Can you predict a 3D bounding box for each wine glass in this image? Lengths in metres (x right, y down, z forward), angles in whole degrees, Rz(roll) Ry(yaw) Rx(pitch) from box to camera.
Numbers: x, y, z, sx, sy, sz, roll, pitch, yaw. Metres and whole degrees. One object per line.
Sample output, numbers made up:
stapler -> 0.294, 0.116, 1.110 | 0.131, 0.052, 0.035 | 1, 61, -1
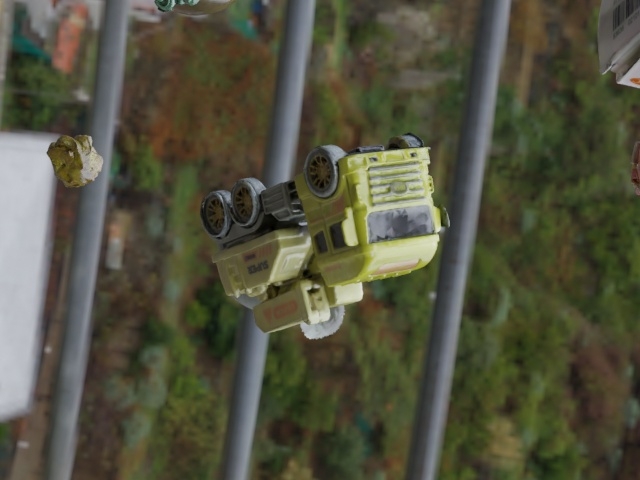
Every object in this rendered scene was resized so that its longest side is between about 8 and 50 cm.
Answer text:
wine glass -> -0.047, 0.060, 1.702 | 0.066, 0.198, 0.066 | -7, 104, -29

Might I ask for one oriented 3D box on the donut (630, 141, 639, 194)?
donut -> 0.410, -0.112, 1.612 | 0.199, 0.085, 0.233 | -52, 152, -15

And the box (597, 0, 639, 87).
box -> 0.432, -0.201, 1.304 | 0.173, 0.333, 0.145 | 125, -25, -66

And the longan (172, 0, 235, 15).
longan -> -0.155, -0.380, 1.952 | 0.187, 0.167, 0.167 | -20, 118, -51

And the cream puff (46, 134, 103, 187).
cream puff -> -0.348, -0.112, 2.123 | 0.083, 0.058, 0.083 | -1, 121, -38

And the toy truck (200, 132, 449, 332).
toy truck -> 0.000, 0.000, 1.460 | 0.124, 0.272, 0.157 | -10, 84, -38

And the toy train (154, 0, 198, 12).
toy train -> -0.164, -0.278, 1.472 | 0.050, 0.122, 0.081 | -28, 140, -43
